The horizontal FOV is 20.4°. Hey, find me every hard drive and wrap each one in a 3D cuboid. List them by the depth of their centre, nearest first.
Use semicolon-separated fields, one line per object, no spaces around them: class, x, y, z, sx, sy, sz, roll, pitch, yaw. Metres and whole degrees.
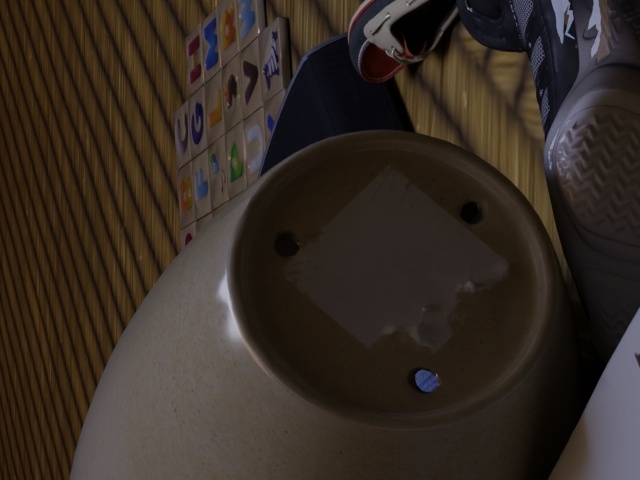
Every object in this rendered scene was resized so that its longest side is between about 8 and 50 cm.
hard drive;0.000;0.000;1.209;0.254;0.054;0.172;108;154;-45

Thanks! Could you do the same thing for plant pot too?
plant pot;0.013;0.072;0.784;0.274;0.257;0.256;101;160;-62

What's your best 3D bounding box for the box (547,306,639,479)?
box;0.166;0.132;0.620;0.182;0.119;0.181;109;153;-45

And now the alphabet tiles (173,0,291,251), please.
alphabet tiles;-0.076;-0.062;1.503;0.342;0.011;0.285;155;112;-70

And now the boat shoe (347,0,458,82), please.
boat shoe;0.054;-0.130;1.058;0.137;0.049;0.043;127;136;-55

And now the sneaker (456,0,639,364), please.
sneaker;0.126;-0.072;0.775;0.153;0.101;0.268;160;106;-79

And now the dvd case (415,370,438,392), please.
dvd case;0.085;0.149;1.019;0.180;0.022;0.253;129;137;-61
